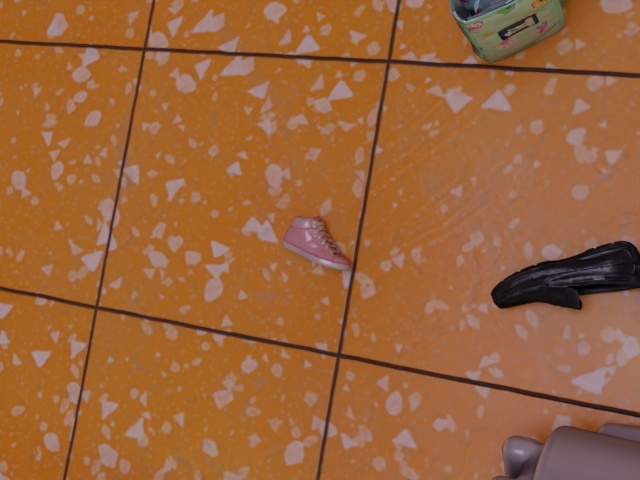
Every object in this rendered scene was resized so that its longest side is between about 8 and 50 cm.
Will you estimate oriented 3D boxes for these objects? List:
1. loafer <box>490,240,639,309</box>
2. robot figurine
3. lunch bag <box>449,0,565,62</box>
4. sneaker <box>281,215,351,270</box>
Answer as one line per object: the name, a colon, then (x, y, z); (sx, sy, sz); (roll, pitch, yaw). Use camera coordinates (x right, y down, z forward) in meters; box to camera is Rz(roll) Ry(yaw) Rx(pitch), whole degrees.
loafer: (0.363, 0.066, 1.378); (0.223, 0.076, 0.078); (-18, 68, 17)
robot figurine: (0.406, 0.365, 1.243); (0.354, 0.199, 0.300); (9, 48, 27)
lunch bag: (0.297, -0.400, 1.390); (0.160, 0.223, 0.262); (32, 97, 18)
sneaker: (0.000, 0.000, 1.561); (0.134, 0.051, 0.070); (25, 99, 29)
